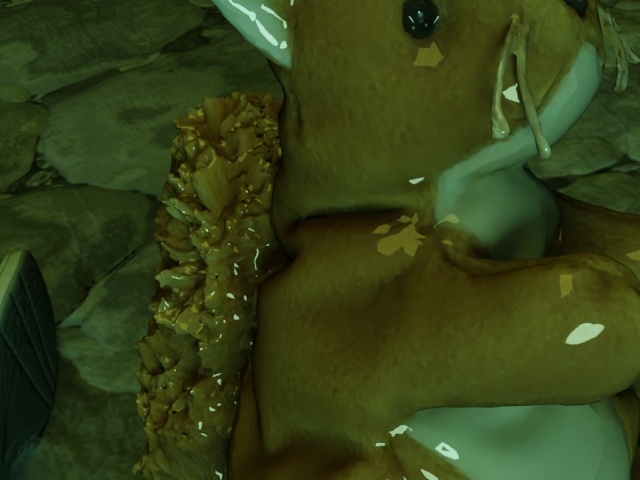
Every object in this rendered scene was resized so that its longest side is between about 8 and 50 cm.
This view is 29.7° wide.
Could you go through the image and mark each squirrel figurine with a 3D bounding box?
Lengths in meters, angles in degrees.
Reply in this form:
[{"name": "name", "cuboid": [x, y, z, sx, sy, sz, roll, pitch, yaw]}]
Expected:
[{"name": "squirrel figurine", "cuboid": [0.016, 0.011, 0.666, 0.397, 0.371, 0.281, 2, 21, 45]}]

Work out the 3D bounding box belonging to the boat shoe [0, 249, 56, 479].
[{"name": "boat shoe", "cuboid": [-0.267, 0.126, 0.857, 0.103, 0.118, 0.320, -1, 43, 9]}]
